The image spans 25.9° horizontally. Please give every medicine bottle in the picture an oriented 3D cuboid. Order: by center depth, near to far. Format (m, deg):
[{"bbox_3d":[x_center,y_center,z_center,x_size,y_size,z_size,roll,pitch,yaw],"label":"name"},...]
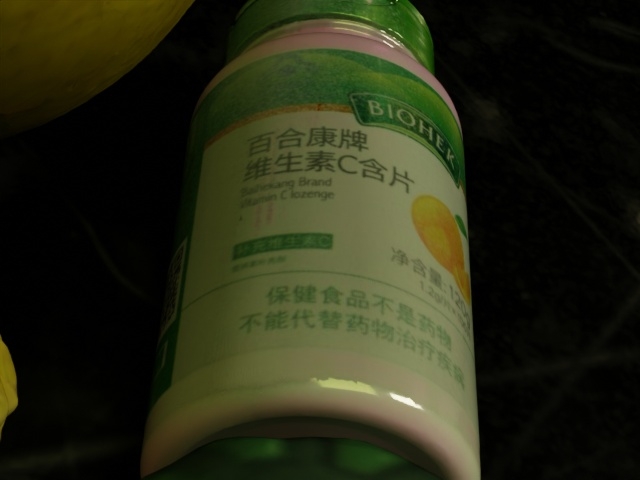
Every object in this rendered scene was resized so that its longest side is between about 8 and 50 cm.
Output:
[{"bbox_3d":[0.000,0.000,0.617,0.133,0.133,0.274,15,44,-13],"label":"medicine bottle"}]

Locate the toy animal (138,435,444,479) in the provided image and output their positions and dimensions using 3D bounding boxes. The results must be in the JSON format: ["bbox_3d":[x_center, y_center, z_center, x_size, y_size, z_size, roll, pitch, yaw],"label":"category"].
[{"bbox_3d":[0.051,0.189,0.420,0.338,0.191,0.216,39,50,10],"label":"toy animal"}]

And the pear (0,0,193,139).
[{"bbox_3d":[-0.178,-0.126,0.552,0.386,0.340,0.191,-7,80,-51],"label":"pear"}]

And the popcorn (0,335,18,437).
[{"bbox_3d":[-0.202,0.057,0.421,0.203,0.200,0.226,24,42,-12],"label":"popcorn"}]
